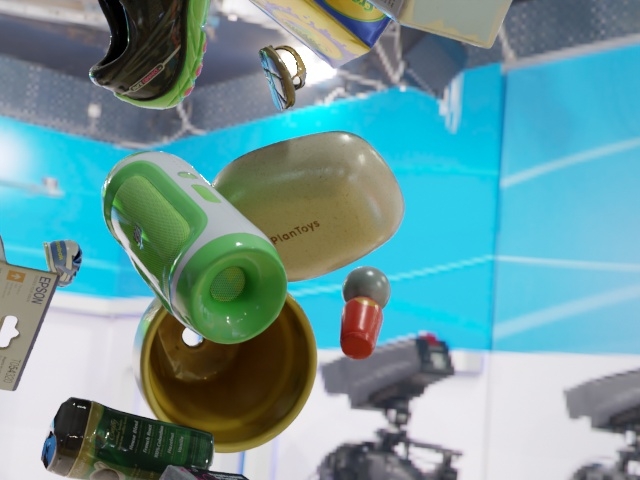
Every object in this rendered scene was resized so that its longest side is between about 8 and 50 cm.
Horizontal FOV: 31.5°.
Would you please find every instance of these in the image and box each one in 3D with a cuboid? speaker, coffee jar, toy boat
[{"bbox_3d":[-0.147,-0.001,1.248,0.131,0.131,0.296,11,17,-33],"label":"speaker"},{"bbox_3d":[-0.220,0.240,1.290,0.184,0.079,0.096,18,-39,-15],"label":"coffee jar"},{"bbox_3d":[0.000,0.000,1.441,0.267,0.148,0.318,-16,-57,22],"label":"toy boat"}]

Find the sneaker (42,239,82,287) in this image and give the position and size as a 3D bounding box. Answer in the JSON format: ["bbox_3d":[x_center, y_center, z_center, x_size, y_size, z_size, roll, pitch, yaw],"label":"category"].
[{"bbox_3d":[-0.424,0.038,1.902,0.059,0.053,0.144,-16,-17,-9],"label":"sneaker"}]

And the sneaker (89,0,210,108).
[{"bbox_3d":[-0.274,-0.453,1.801,0.202,0.483,0.185,3,7,-25],"label":"sneaker"}]

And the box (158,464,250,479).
[{"bbox_3d":[-0.116,0.333,0.967,0.142,0.247,0.163,30,-3,24],"label":"box"}]

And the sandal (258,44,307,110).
[{"bbox_3d":[-0.041,-0.199,1.331,0.049,0.072,0.180,-17,14,-1],"label":"sandal"}]

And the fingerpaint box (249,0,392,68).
[{"bbox_3d":[-0.027,-0.533,1.626,0.445,0.371,0.163,38,-14,-15],"label":"fingerpaint box"}]

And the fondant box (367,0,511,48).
[{"bbox_3d":[0.061,-0.326,0.891,0.096,0.238,0.330,7,26,-34],"label":"fondant box"}]

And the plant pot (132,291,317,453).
[{"bbox_3d":[-0.160,0.157,1.654,0.254,0.254,0.239,9,2,-21],"label":"plant pot"}]

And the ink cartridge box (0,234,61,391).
[{"bbox_3d":[-0.555,0.083,1.575,0.330,0.071,0.324,12,-41,-21],"label":"ink cartridge box"}]
